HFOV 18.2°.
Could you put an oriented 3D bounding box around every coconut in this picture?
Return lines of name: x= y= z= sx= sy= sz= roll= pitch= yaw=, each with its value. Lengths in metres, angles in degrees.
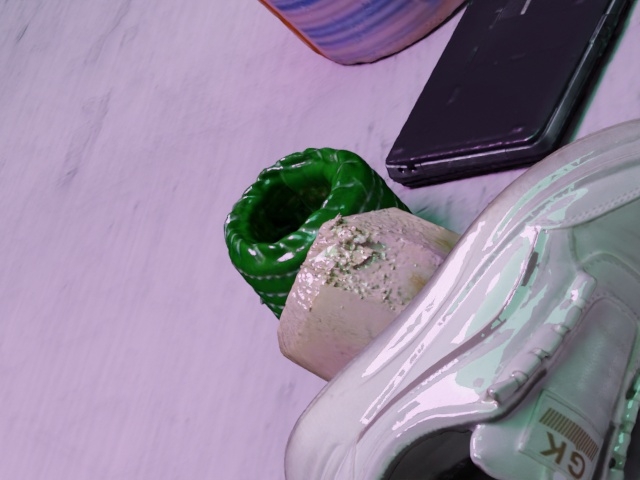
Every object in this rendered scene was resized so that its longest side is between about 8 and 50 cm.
coconut: x=0.046 y=0.044 z=1.176 sx=0.116 sy=0.122 sz=0.116 roll=25 pitch=-90 yaw=-84

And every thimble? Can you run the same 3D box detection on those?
thimble: x=0.000 y=0.000 z=1.315 sx=0.130 sy=0.090 sz=0.118 roll=-8 pitch=44 yaw=48

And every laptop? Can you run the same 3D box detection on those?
laptop: x=0.137 y=-0.130 z=1.364 sx=0.154 sy=0.026 sz=0.207 roll=-9 pitch=45 yaw=49

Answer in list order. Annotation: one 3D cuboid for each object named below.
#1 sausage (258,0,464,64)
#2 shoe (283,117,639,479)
sausage: x=-0.014 y=-0.303 z=1.519 sx=0.233 sy=0.287 sz=0.233 roll=-37 pitch=30 yaw=26
shoe: x=0.116 y=0.078 z=1.036 sx=0.316 sy=0.124 sz=0.159 roll=-45 pitch=27 yaw=15
